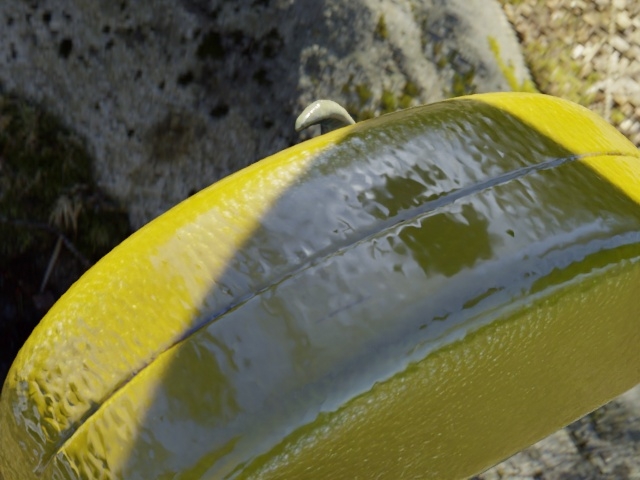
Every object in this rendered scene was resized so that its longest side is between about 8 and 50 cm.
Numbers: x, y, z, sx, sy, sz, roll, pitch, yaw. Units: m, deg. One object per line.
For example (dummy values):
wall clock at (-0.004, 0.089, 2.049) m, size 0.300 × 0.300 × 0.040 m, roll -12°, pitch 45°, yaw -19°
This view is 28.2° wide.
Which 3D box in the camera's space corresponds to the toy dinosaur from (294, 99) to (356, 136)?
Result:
toy dinosaur at (0.000, 0.000, 0.835) m, size 0.188 × 0.248 × 0.075 m, roll -24°, pitch 52°, yaw 23°

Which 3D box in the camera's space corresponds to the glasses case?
glasses case at (0.028, 0.036, 0.605) m, size 0.371 × 0.173 × 0.141 m, roll -23°, pitch 57°, yaw -28°
